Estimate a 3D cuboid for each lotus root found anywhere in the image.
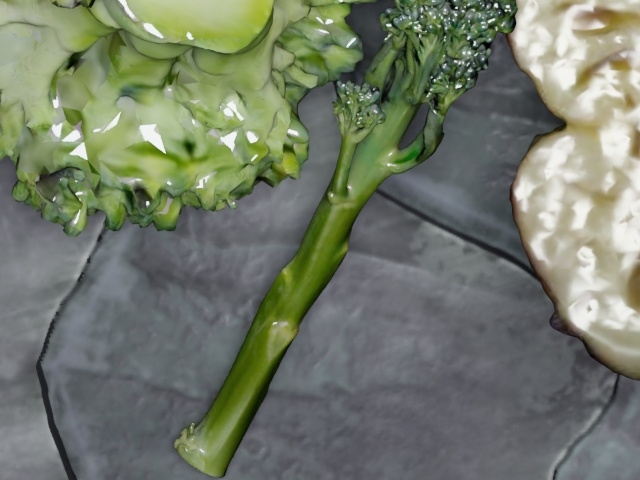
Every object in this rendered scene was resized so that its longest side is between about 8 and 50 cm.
[{"bbox_3d":[0.236,-0.074,1.060,0.316,0.250,0.316,1,97,10],"label":"lotus root"}]

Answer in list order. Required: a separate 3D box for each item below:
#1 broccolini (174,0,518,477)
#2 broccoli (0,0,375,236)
[{"bbox_3d":[-0.004,-0.003,1.065,0.074,0.079,0.392,14,118,-29],"label":"broccolini"},{"bbox_3d":[-0.099,-0.178,1.005,0.334,0.272,0.324,31,64,-24],"label":"broccoli"}]
